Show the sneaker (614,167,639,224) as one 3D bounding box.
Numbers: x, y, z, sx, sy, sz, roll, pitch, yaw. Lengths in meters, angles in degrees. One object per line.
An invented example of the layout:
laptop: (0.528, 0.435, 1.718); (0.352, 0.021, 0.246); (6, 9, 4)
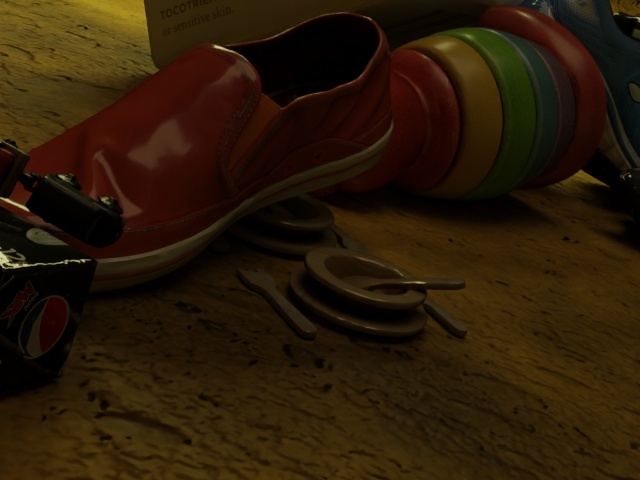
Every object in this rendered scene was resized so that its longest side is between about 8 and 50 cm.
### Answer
sneaker: (0.380, -0.053, 1.003); (0.106, 0.101, 0.267); (33, 23, 24)

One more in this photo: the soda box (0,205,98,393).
soda box: (-0.180, 0.002, 0.431); (0.168, 0.060, 0.053); (26, 15, 25)

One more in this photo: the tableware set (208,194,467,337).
tableware set: (0.000, 0.000, 0.627); (0.128, 0.039, 0.194); (3, 23, -35)

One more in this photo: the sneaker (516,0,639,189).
sneaker: (0.322, -0.156, 1.056); (0.330, 0.147, 0.130); (45, -1, -38)

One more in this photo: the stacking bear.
stacking bear: (0.097, -0.107, 0.858); (0.289, 0.176, 0.164); (-11, 25, -38)

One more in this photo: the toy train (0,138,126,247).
toy train: (-0.161, -0.040, 0.450); (0.158, 0.027, 0.036); (30, 6, -11)

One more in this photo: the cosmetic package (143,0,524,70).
cosmetic package: (0.017, -0.399, 1.061); (0.327, 0.394, 0.329); (-9, 0, 38)

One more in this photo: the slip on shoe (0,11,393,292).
slip on shoe: (-0.075, -0.064, 0.582); (0.123, 0.101, 0.331); (33, 41, 32)
